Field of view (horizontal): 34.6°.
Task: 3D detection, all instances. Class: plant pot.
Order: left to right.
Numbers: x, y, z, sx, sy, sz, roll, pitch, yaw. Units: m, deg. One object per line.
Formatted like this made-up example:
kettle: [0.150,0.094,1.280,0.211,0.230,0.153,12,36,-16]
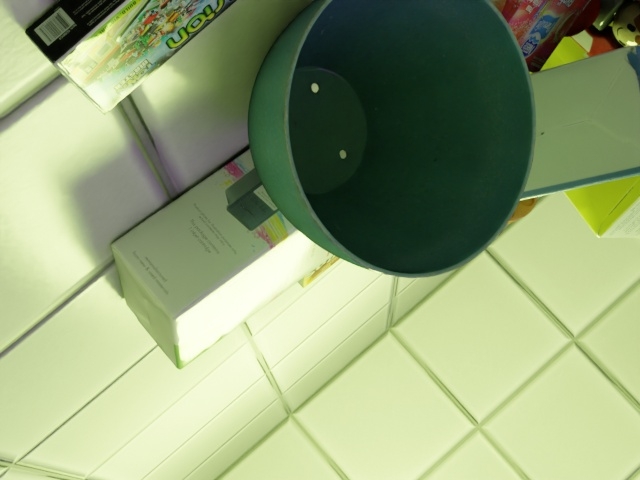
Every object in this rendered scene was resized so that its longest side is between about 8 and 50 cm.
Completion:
plant pot: [0.042,-0.113,1.028,0.290,0.290,0.195,-35,-160,-26]

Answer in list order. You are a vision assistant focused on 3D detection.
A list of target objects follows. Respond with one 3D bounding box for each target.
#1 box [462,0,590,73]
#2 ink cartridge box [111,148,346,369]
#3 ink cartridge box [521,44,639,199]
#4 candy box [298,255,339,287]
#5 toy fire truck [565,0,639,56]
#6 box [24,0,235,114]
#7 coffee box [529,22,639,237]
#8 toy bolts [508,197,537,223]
box: [0.206,-0.280,1.160,0.122,0.128,0.257,-55,163,17]
ink cartridge box: [-0.068,-0.017,1.245,0.353,0.119,0.207,-36,165,-19]
ink cartridge box: [0.379,-0.161,1.338,0.270,0.151,0.395,-11,-175,40]
candy box: [0.000,0.000,1.635,0.109,0.053,0.186,-39,167,-14]
toy fire truck: [0.458,-0.344,1.420,0.169,0.254,0.302,-34,164,-29]
box: [-0.112,-0.191,0.769,0.207,0.036,0.114,-42,167,-2]
coffee box: [0.567,-0.237,1.718,0.334,0.337,0.338,-1,141,-43]
toy bolts: [0.189,-0.119,1.394,0.218,0.228,0.158,-17,160,-12]
